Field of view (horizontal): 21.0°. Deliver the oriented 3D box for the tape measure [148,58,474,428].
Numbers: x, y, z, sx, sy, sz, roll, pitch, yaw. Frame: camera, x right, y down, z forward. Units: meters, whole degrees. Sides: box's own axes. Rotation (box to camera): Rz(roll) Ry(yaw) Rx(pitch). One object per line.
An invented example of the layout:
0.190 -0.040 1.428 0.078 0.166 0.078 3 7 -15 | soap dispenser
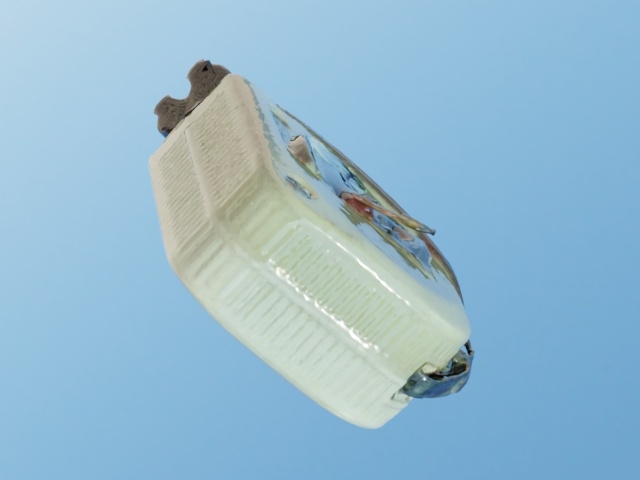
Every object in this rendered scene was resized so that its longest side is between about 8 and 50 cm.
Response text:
0.000 0.000 1.054 0.115 0.207 0.235 -48 -158 11 | tape measure
